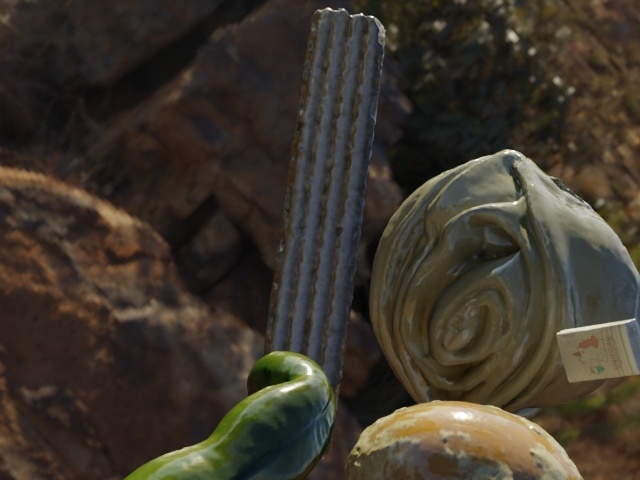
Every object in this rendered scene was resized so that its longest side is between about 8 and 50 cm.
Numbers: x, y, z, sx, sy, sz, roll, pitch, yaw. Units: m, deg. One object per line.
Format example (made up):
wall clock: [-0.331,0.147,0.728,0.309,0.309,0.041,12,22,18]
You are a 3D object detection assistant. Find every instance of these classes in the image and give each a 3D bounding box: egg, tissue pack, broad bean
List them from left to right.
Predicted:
broad bean: [-0.055,0.108,0.574,0.213,0.070,0.048,-43,110,-49]
egg: [0.138,0.249,1.286,0.245,0.203,0.203,31,27,-1]
tissue pack: [0.287,0.113,1.419,0.023,0.108,0.056,-15,90,-32]

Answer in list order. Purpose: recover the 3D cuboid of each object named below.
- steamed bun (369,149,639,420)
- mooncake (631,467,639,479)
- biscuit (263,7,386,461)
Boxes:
steamed bun: [0.192,0.053,1.630,0.219,0.309,0.324,21,37,-59]
mooncake: [0.447,0.291,1.333,0.333,0.174,0.326,2,53,-23]
biscuit: [0.000,0.000,1.340,0.078,0.426,0.144,8,-5,1]
